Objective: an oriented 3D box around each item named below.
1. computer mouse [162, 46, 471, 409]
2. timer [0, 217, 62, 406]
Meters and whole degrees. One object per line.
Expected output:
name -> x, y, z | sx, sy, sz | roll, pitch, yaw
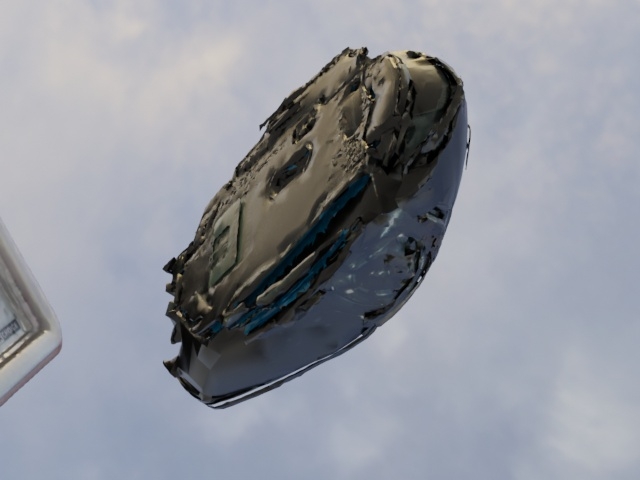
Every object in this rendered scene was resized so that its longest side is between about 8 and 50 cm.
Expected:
computer mouse -> 0.000, 0.000, 0.768 | 0.241, 0.077, 0.146 | -41, -149, 34
timer -> -0.312, 0.007, 1.011 | 0.161, 0.257, 0.250 | -11, -77, 14
